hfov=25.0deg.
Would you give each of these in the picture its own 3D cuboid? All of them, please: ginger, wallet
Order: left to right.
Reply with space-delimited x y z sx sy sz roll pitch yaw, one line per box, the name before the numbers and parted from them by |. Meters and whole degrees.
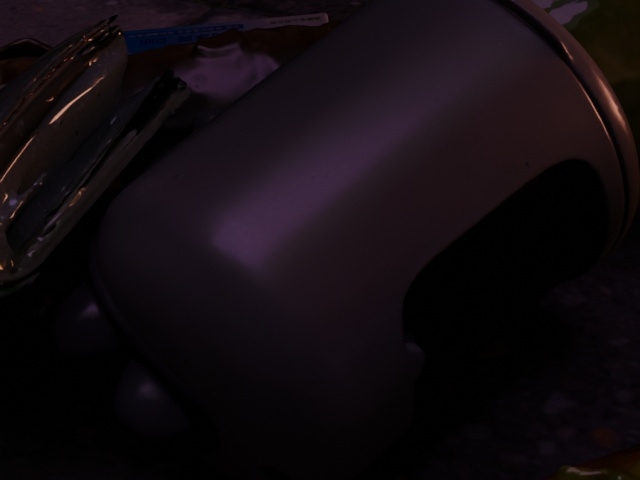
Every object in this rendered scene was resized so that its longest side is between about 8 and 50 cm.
wallet | -0.235 -0.005 0.854 0.310 0.077 0.223 -24 27 41
ginger | -0.092 -0.067 0.993 0.321 0.165 0.172 -1 60 -4

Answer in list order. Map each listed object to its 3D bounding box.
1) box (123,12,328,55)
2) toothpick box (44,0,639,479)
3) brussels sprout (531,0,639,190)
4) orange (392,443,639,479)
box | -0.082 -0.113 1.142 0.194 0.073 0.139 -6 33 -2
toothpick box | 0.000 0.000 0.820 0.316 0.229 0.229 -38 46 -26
brussels sprout | 0.158 -0.146 1.020 0.210 0.219 0.271 -27 29 3
orange | 0.143 0.212 0.519 0.335 0.196 0.262 -23 41 -10
